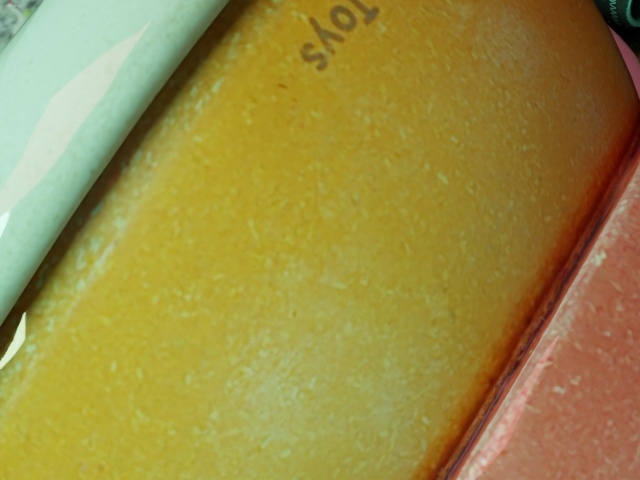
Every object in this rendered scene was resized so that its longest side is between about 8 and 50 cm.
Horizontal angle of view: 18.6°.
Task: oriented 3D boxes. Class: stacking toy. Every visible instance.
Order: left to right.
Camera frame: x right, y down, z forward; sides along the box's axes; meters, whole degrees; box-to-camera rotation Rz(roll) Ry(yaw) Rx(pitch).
[{"bbox_3d":[0.101,0.114,0.594,0.480,0.350,0.351,34,70,5],"label":"stacking toy"}]

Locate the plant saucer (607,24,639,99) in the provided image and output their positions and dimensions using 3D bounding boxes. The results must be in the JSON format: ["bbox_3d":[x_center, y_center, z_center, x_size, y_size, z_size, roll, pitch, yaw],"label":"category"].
[{"bbox_3d":[0.000,0.000,0.910,0.332,0.084,0.332,-14,38,11],"label":"plant saucer"}]

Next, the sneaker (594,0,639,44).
[{"bbox_3d":[0.122,-0.159,0.997,0.267,0.101,0.106,-1,56,26],"label":"sneaker"}]
